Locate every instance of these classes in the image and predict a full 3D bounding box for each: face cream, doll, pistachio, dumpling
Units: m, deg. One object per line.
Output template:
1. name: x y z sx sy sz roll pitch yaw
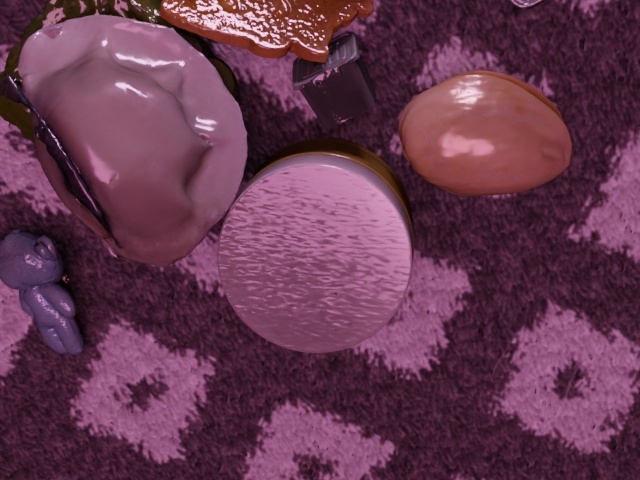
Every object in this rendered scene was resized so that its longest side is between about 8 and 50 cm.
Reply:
1. face cream: 0.000 0.000 1.399 0.218 0.179 0.218 1 104 4
2. doll: -0.339 0.060 1.503 0.120 0.075 0.179 -2 129 35
3. pistachio: 0.190 -0.121 1.384 0.201 0.117 0.145 4 119 4
4. dumpling: -0.206 -0.116 1.274 0.204 0.163 0.293 -28 88 14

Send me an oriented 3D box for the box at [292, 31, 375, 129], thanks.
1. box: 0.019 -0.184 1.387 0.084 0.122 0.069 -26 113 12

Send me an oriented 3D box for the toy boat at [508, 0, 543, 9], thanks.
1. toy boat: 0.290 -0.370 1.331 0.078 0.085 0.260 33 104 -5

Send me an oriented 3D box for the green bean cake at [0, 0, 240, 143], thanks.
1. green bean cake: -0.232 -0.178 1.401 0.248 0.125 0.222 39 104 -7

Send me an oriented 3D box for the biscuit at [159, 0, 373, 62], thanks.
1. biscuit: -0.059 -0.263 1.362 0.250 0.162 0.035 -4 144 -19
